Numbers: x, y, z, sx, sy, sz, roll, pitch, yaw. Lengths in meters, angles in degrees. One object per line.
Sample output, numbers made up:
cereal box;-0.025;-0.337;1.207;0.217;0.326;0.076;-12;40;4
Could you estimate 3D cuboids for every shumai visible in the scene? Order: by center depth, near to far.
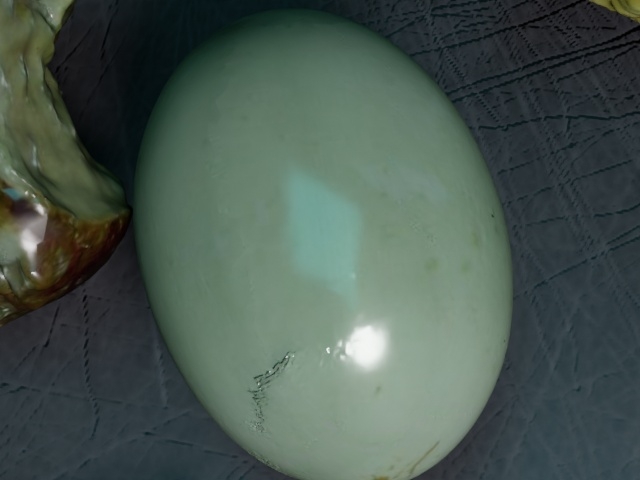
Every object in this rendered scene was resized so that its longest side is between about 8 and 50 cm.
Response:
shumai;-0.248;-0.064;0.742;0.304;0.309;0.263;-19;78;-35

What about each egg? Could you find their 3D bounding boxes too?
egg;0.000;0.000;0.708;0.203;0.203;0.283;-15;66;1

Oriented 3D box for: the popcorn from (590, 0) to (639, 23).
popcorn;0.213;-0.259;0.782;0.258;0.224;0.270;22;80;25
